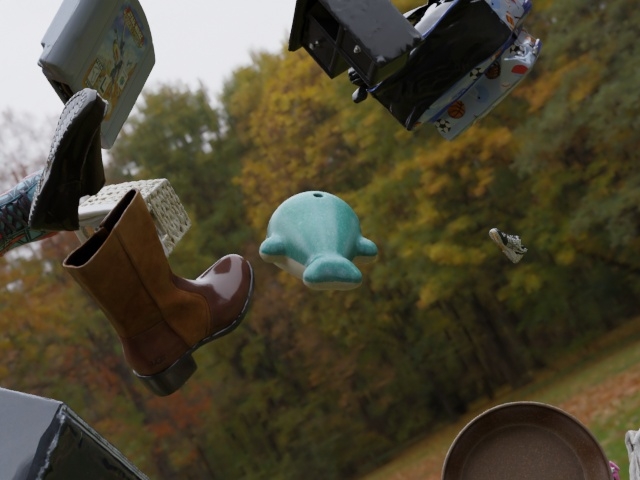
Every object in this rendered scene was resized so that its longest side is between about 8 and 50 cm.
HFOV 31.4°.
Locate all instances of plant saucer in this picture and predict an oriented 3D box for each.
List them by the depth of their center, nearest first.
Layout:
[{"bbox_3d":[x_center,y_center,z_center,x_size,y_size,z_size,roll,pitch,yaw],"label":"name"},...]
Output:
[{"bbox_3d":[0.236,0.286,1.313,0.199,0.198,0.036,-28,-8,-3],"label":"plant saucer"}]

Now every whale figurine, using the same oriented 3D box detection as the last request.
[{"bbox_3d":[0.000,0.000,2.025,0.216,0.141,0.272,2,19,-11],"label":"whale figurine"}]

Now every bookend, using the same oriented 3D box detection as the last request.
[{"bbox_3d":[0.040,-0.247,1.426,0.072,0.156,0.157,-34,-15,-20],"label":"bookend"}]

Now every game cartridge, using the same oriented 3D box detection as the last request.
[{"bbox_3d":[-0.336,-0.285,1.759,0.198,0.062,0.297,-62,-14,-15],"label":"game cartridge"}]

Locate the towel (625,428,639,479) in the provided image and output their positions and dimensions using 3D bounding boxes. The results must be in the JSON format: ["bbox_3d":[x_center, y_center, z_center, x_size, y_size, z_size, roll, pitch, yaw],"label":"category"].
[{"bbox_3d":[0.376,0.235,0.878,0.282,0.187,0.049,10,-42,-13],"label":"towel"}]

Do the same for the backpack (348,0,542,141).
[{"bbox_3d":[0.217,-0.302,1.749,0.276,0.213,0.263,-37,17,35],"label":"backpack"}]

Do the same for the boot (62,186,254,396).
[{"bbox_3d":[-0.220,0.037,1.599,0.096,0.280,0.264,16,52,40],"label":"boot"}]

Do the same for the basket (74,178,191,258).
[{"bbox_3d":[-0.314,-0.032,1.889,0.167,0.113,0.103,-5,33,36],"label":"basket"}]

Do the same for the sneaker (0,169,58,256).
[{"bbox_3d":[-0.497,-0.020,1.789,0.262,0.104,0.125,-32,6,9],"label":"sneaker"}]

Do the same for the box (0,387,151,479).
[{"bbox_3d":[-0.422,0.338,1.204,0.480,0.297,0.471,9,-29,21],"label":"box"}]

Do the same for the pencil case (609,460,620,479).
[{"bbox_3d":[0.448,0.417,1.823,0.098,0.095,0.209,-45,-4,9],"label":"pencil case"}]

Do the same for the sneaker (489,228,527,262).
[{"bbox_3d":[0.313,0.001,1.896,0.037,0.032,0.083,-44,-55,2],"label":"sneaker"}]

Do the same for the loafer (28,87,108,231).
[{"bbox_3d":[-0.312,-0.100,1.471,0.078,0.080,0.220,16,-55,-20],"label":"loafer"}]
